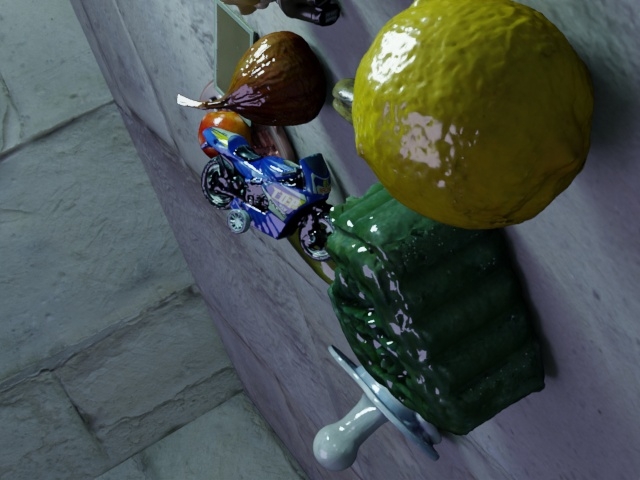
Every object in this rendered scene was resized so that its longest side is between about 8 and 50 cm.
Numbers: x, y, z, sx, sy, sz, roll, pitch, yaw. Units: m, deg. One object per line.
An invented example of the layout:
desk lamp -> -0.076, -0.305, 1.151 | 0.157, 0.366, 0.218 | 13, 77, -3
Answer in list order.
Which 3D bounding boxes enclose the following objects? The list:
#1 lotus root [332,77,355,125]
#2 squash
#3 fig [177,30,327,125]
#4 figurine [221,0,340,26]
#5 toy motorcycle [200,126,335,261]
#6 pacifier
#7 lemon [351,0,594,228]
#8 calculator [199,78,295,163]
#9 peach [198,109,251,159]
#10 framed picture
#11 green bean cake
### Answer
lotus root -> 0.052, -0.171, 1.147 | 0.099, 0.049, 0.054 | 47, 151, 43
squash -> 0.000, 0.000, 1.552 | 0.341, 0.094, 0.094 | 52, 162, 39
fig -> -0.097, -0.213, 1.279 | 0.146, 0.201, 0.134 | 100, 148, -57
figurine -> -0.056, -0.337, 1.147 | 0.196, 0.108, 0.114 | 29, 159, 31
toy motorcycle -> -0.079, -0.090, 1.487 | 0.315, 0.113, 0.169 | 28, 115, 28
pacifier -> 0.083, 0.319, 1.610 | 0.287, 0.226, 0.238 | 48, 178, 43
lemon -> 0.124, -0.109, 0.762 | 0.231, 0.192, 0.192 | 39, 154, 39
calculator -> -0.131, -0.208, 1.684 | 0.220, 0.048, 0.329 | 66, 162, -13
peach -> -0.170, -0.181, 1.612 | 0.101, 0.100, 0.101 | 54, 163, 24
framed picture -> -0.146, -0.304, 1.538 | 0.142, 0.011, 0.183 | 48, 146, 39
green bean cake -> 0.113, 0.064, 1.153 | 0.300, 0.169, 0.308 | 65, 165, -17
